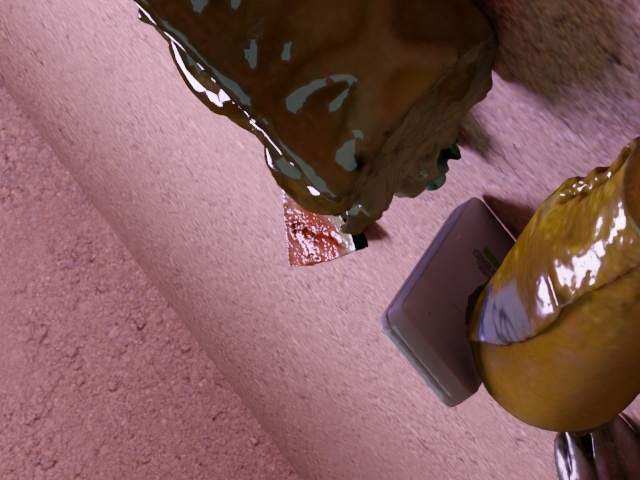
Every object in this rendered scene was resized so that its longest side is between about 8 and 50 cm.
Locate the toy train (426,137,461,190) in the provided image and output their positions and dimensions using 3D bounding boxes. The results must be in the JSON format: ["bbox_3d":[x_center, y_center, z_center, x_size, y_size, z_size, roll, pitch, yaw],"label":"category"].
[{"bbox_3d":[0.058,-0.120,1.708,0.104,0.071,0.178,47,170,51],"label":"toy train"}]

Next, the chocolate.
[{"bbox_3d":[0.208,0.020,1.444,0.162,0.162,0.445,47,166,11],"label":"chocolate"}]

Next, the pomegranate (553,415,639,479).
[{"bbox_3d":[0.302,0.338,1.931,0.285,0.285,0.340,92,166,-74],"label":"pomegranate"}]

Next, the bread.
[{"bbox_3d":[-0.003,-0.156,1.507,0.252,0.196,0.238,42,168,19],"label":"bread"}]

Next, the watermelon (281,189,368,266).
[{"bbox_3d":[0.000,0.000,2.257,0.125,0.094,0.135,36,169,21],"label":"watermelon"}]

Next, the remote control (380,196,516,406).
[{"bbox_3d":[0.126,0.049,1.713,0.103,0.034,0.250,50,-149,-8],"label":"remote control"}]
